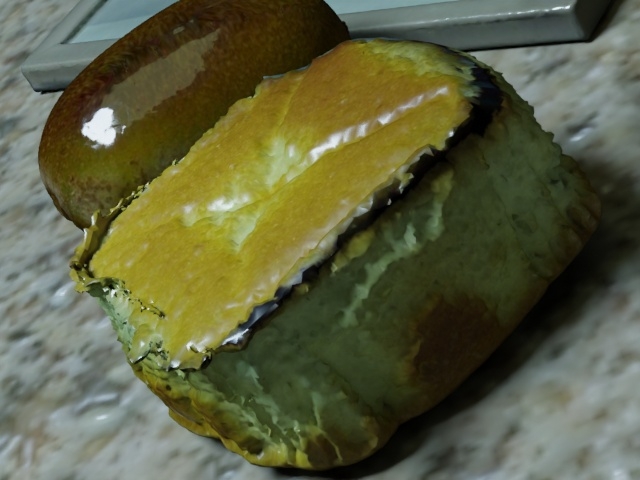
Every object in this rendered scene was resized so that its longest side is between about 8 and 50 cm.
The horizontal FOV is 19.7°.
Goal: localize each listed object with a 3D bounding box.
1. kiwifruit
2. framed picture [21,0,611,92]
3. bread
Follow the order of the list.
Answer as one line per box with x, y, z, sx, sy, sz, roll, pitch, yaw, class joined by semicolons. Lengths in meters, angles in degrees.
-0.044;-0.048;0.661;0.124;0.075;0.075;-31;31;-8;kiwifruit
0.028;-0.143;0.786;0.289;0.016;0.213;0;42;41;framed picture
0.000;0.000;0.554;0.140;0.069;0.128;-43;32;-13;bread
